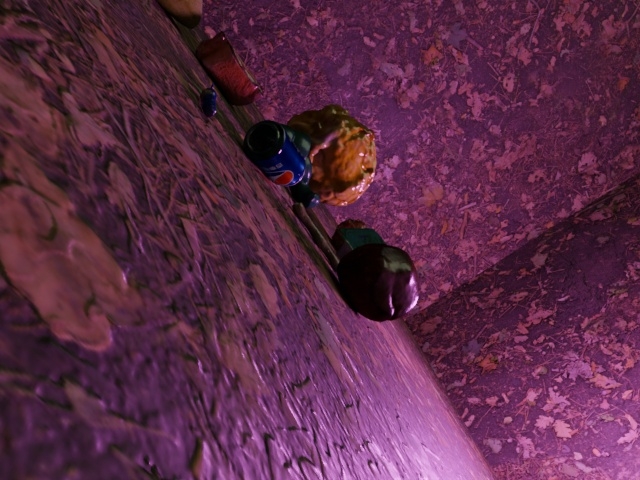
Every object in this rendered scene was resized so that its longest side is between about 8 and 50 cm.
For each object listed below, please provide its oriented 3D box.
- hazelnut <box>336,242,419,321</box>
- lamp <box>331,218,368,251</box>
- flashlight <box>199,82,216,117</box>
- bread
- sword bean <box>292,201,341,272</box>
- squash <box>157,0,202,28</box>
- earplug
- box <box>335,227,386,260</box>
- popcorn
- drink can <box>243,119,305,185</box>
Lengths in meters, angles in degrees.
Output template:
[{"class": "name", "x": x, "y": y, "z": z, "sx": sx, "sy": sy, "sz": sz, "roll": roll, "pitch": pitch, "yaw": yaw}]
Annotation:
[{"class": "hazelnut", "x": 0.160, "y": 0.107, "z": 1.359, "sx": 0.234, "sy": 0.218, "sz": 0.218, "roll": 54, "pitch": 6, "yaw": -23}, {"class": "lamp", "x": 0.158, "y": 0.037, "z": 2.020, "sx": 0.274, "sy": 0.177, "sz": 0.177, "roll": 63, "pitch": 8, "yaw": 34}, {"class": "flashlight", "x": -0.241, "y": -0.296, "z": 1.058, "sx": 0.036, "sy": 0.057, "sz": 0.121, "roll": 15, "pitch": 32, "yaw": -22}, {"class": "bread", "x": -0.307, "y": -0.570, "z": 1.652, "sx": 0.244, "sy": 0.123, "sz": 0.190, "roll": 54, "pitch": 4, "yaw": -32}, {"class": "sword bean", "x": 0.000, "y": -0.001, "z": 1.463, "sx": 0.269, "sy": 0.038, "sz": 0.043, "roll": 55, "pitch": -20, "yaw": -12}, {"class": "squash", "x": -0.436, "y": -0.799, "z": 1.524, "sx": 0.189, "sy": 0.189, "sz": 0.260, "roll": 57, "pitch": 10, "yaw": 9}, {"class": "earplug", "x": -0.105, "y": -0.253, "z": 1.634, "sx": 0.280, "sy": 0.164, "sz": 0.257, "roll": 40, "pitch": 49, "yaw": -31}, {"class": "box", "x": 0.172, "y": 0.087, "z": 1.766, "sx": 0.264, "sy": 0.106, "sz": 0.337, "roll": 56, "pitch": 25, "yaw": 17}, {"class": "popcorn", "x": 0.024, "y": -0.321, "z": 1.894, "sx": 0.390, "sy": 0.344, "sz": 0.354, "roll": 49, "pitch": -22, "yaw": -17}, {"class": "drink can", "x": -0.116, "y": -0.226, "z": 1.321, "sx": 0.118, "sy": 0.118, "sz": 0.205, "roll": 59, "pitch": 7, "yaw": 23}]
